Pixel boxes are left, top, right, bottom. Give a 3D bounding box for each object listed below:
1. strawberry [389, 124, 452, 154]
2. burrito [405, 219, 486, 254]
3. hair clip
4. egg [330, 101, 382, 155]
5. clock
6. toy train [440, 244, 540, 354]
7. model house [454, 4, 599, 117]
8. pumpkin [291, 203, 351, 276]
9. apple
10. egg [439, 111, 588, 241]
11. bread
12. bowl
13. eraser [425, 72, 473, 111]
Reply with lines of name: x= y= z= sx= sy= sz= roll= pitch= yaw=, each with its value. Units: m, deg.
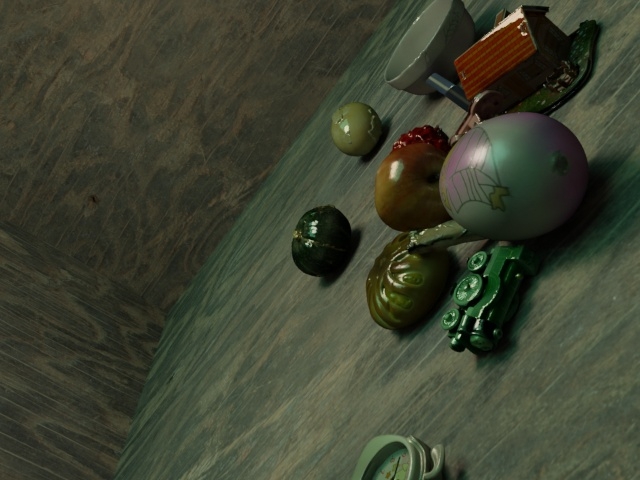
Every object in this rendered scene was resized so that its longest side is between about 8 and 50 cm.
strawberry: x=0.200 y=-0.167 z=1.635 sx=0.237 sy=0.111 sz=0.190 roll=-61 pitch=18 yaw=-10
burrito: x=0.231 y=-0.013 z=1.226 sx=0.171 sy=0.042 sz=0.051 roll=-18 pitch=42 yaw=17
hair clip: x=0.309 y=-0.199 z=1.319 sx=0.138 sy=0.123 sz=0.102 roll=-58 pitch=40 yaw=37
egg: x=0.109 y=-0.338 z=2.166 sx=0.164 sy=0.164 sz=0.202 roll=-48 pitch=20 yaw=29
clock: x=0.108 y=0.349 z=0.985 sx=0.191 sy=0.062 sz=0.152 roll=-31 pitch=29 yaw=57
toy train: x=0.252 y=0.089 z=1.056 sx=0.104 sy=0.071 sz=0.178 roll=-4 pitch=52 yaw=58
model house: x=0.368 y=-0.333 z=1.371 sx=0.294 sy=0.154 sz=0.207 roll=-35 pitch=25 yaw=52
pumpkin: x=0.000 y=0.002 z=1.842 sx=0.190 sy=0.146 sz=0.190 roll=-50 pitch=15 yaw=19
apple: x=0.190 y=-0.096 z=1.401 sx=0.199 sy=0.199 sz=0.199 roll=-51 pitch=17 yaw=21
egg: x=0.282 y=-0.095 z=1.080 sx=0.196 sy=0.196 sz=0.271 roll=-60 pitch=26 yaw=-10
bread: x=0.153 y=0.071 z=1.328 sx=0.213 sy=0.104 sz=0.213 roll=-52 pitch=18 yaw=25
bowl: x=0.312 y=-0.505 z=1.896 sx=0.287 sy=0.143 sz=0.287 roll=-51 pitch=16 yaw=21
eraser: x=0.318 y=-0.363 z=1.713 sx=0.036 sy=0.082 sz=0.225 roll=-54 pitch=16 yaw=15
